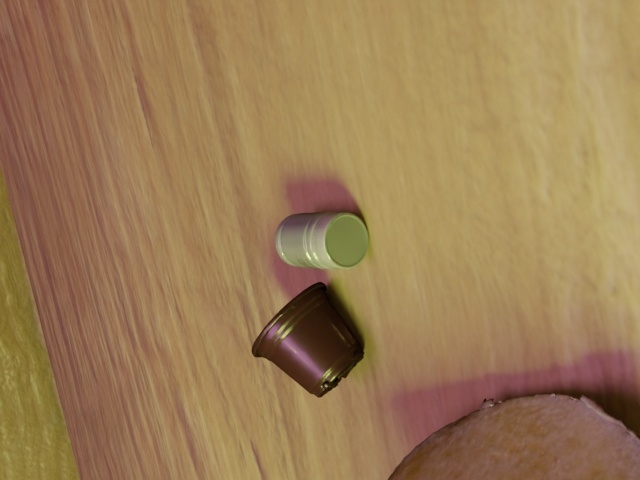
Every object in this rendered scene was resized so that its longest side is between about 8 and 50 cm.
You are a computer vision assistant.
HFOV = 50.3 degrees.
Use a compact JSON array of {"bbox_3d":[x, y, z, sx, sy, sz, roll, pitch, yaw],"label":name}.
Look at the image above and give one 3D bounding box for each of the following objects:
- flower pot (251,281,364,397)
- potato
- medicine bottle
[{"bbox_3d":[-0.005,0.114,0.732,0.089,0.111,0.111,44,138,14],"label":"flower pot"},{"bbox_3d":[0.148,0.235,0.497,0.116,0.239,0.299,35,143,-19],"label":"potato"},{"bbox_3d":[0.000,0.000,0.701,0.091,0.058,0.058,1,104,55],"label":"medicine bottle"}]
